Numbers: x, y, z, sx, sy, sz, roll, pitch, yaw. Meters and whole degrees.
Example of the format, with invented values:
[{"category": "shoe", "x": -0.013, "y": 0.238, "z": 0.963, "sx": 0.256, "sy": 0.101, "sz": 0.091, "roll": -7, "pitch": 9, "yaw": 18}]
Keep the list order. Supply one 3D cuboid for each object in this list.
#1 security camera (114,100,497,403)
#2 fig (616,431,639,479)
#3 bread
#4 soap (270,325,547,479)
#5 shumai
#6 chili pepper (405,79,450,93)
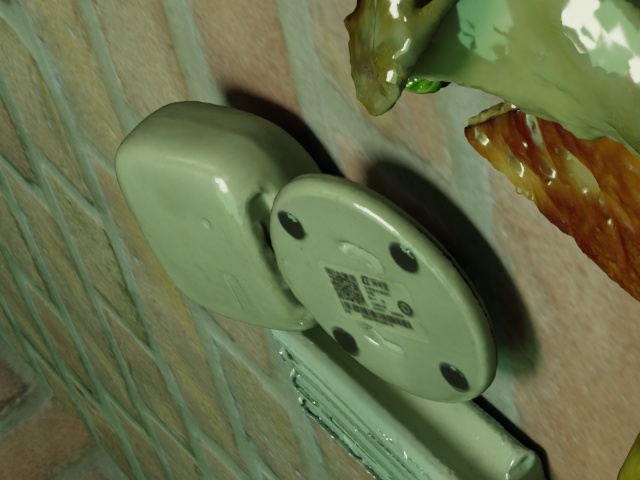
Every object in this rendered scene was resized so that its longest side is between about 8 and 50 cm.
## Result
[{"category": "security camera", "x": 0.000, "y": 0.000, "z": 1.099, "sx": 0.301, "sy": 0.080, "sz": 0.157, "roll": 18, "pitch": 141, "yaw": 47}, {"category": "fig", "x": 0.190, "y": 0.106, "z": 0.601, "sx": 0.191, "sy": 0.181, "sz": 0.181, "roll": 16, "pitch": 152, "yaw": 16}, {"category": "bread", "x": 0.121, "y": -0.036, "z": 0.708, "sx": 0.154, "sy": 0.054, "sz": 0.136, "roll": 40, "pitch": 162, "yaw": 21}, {"category": "soap", "x": 0.059, "y": 0.122, "z": 1.203, "sx": 0.198, "sy": 0.063, "sz": 0.114, "roll": 42, "pitch": 163, "yaw": 34}, {"category": "shumai", "x": 0.076, "y": -0.082, "z": 0.529, "sx": 0.184, "sy": 0.142, "sz": 0.184, "roll": 164, "pitch": 90, "yaw": -82}, {"category": "chili pepper", "x": 0.046, "y": -0.085, "z": 0.862, "sx": 0.091, "sy": 0.030, "sz": 0.034, "roll": 168, "pitch": 91, "yaw": -70}]
